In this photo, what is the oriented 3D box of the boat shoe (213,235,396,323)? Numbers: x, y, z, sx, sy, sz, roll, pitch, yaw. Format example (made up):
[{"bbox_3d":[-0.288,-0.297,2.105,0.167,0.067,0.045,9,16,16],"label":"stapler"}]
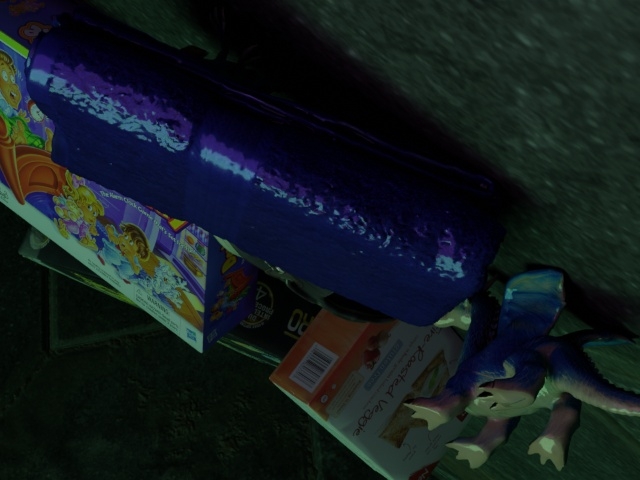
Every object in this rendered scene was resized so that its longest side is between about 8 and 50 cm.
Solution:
[{"bbox_3d":[0.000,0.000,1.095,0.092,0.102,0.285,27,170,30],"label":"boat shoe"}]

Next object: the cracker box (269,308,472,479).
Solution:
[{"bbox_3d":[0.070,0.141,1.324,0.067,0.155,0.232,29,168,42],"label":"cracker box"}]

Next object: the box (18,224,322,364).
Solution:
[{"bbox_3d":[-0.113,0.070,1.541,0.395,0.097,0.318,29,172,-36],"label":"box"}]

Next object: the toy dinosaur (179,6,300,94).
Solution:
[{"bbox_3d":[-0.057,-0.105,0.861,0.082,0.090,0.047,-5,-161,-26],"label":"toy dinosaur"}]

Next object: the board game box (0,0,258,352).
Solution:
[{"bbox_3d":[-0.206,-0.082,1.220,0.347,0.078,0.233,34,141,23],"label":"board game box"}]

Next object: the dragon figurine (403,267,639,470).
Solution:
[{"bbox_3d":[0.151,0.075,0.892,0.085,0.144,0.289,42,151,-14],"label":"dragon figurine"}]

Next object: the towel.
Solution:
[{"bbox_3d":[-0.037,-0.045,0.871,0.308,0.076,0.227,25,168,-1],"label":"towel"}]
